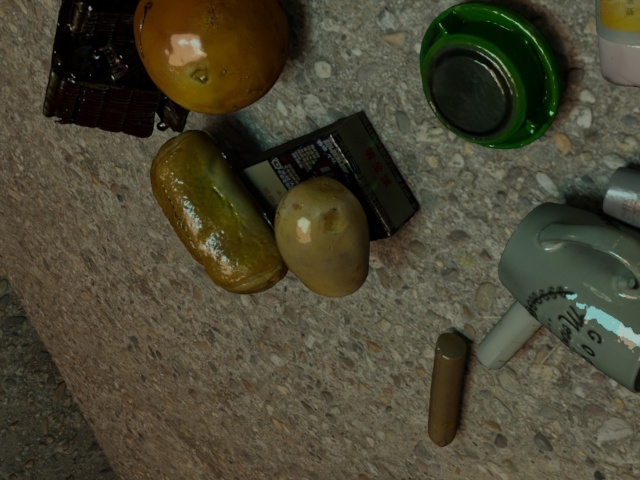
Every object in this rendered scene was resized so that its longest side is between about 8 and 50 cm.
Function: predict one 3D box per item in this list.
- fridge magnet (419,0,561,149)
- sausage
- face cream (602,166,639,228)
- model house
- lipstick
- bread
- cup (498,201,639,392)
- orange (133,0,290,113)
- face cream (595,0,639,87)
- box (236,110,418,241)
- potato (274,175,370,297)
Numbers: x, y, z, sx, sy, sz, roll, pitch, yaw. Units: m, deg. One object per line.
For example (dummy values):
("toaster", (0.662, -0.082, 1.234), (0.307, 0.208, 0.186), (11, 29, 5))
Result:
("fridge magnet", (0.214, -0.209, 1.092), (0.208, 0.088, 0.208), (30, 142, 26))
("sausage", (0.238, 0.288, 1.582), (0.065, 0.066, 0.301), (30, 142, 27))
("face cream", (0.451, -0.031, 1.026), (0.198, 0.057, 0.084), (25, 140, 29))
("model house", (-0.341, -0.326, 1.443), (0.297, 0.282, 0.317), (51, 147, -1))
("lipstick", (0.322, 0.126, 1.328), (0.059, 0.059, 0.264), (41, 146, 12))
("bread", (-0.213, -0.035, 1.626), (0.337, 0.148, 0.328), (56, 166, -5))
("cup", (0.355, 0.042, 1.072), (0.234, 0.186, 0.258), (36, 168, 30))
("orange", (-0.166, -0.317, 1.305), (0.240, 0.240, 0.240), (30, 142, 27))
("face cream", (0.341, -0.291, 0.881), (0.107, 0.073, 0.269), (25, 142, 44))
("box", (0.004, -0.087, 1.462), (0.310, 0.084, 0.198), (-13, 112, 54))
("potato", (0.000, 0.000, 1.364), (0.150, 0.146, 0.234), (-119, 17, -45))
